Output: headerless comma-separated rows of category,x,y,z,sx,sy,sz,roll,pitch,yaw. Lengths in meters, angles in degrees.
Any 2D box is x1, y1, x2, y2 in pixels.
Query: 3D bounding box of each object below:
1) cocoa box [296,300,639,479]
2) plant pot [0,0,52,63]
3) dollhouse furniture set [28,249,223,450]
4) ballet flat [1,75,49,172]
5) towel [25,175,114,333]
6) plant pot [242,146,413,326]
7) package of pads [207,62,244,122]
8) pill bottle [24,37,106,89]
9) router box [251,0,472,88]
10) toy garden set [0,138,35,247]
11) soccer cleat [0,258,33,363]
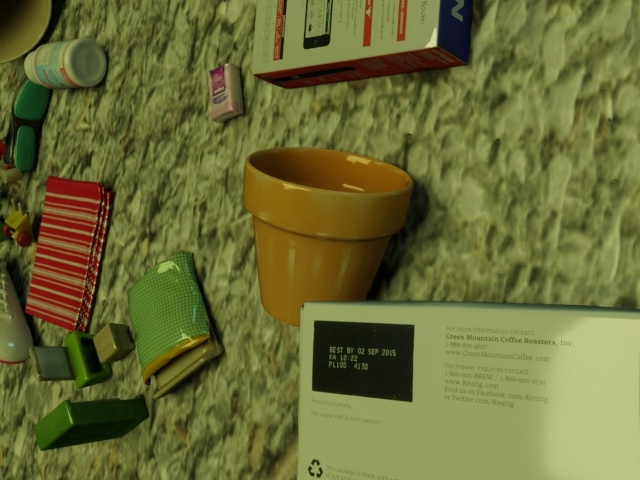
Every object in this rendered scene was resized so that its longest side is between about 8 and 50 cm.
cocoa box,0.178,0.177,0.757,0.347,0.228,0.232,-2,84,38
plant pot,-0.694,-0.524,1.546,0.256,0.256,0.274,-57,39,18
dollhouse furniture set,-0.319,0.166,1.199,0.301,0.151,0.198,-39,62,28
ballet flat,-0.589,-0.236,1.517,0.074,0.074,0.203,16,97,38
towel,-0.469,0.021,1.414,0.198,0.031,0.275,12,92,39
plant pot,0.000,0.000,0.956,0.205,0.205,0.188,23,115,38
package of pads,-0.146,-0.228,1.189,0.050,0.032,0.083,-15,75,33
pill bottle,-0.478,-0.326,1.427,0.160,0.087,0.087,5,88,39
router box,0.055,-0.386,1.018,0.301,0.082,0.336,3,86,38
toy garden set,-0.624,-0.113,1.498,0.203,0.049,0.244,25,123,37
soccer cleat,-0.647,0.102,1.485,0.331,0.116,0.143,39,114,36
